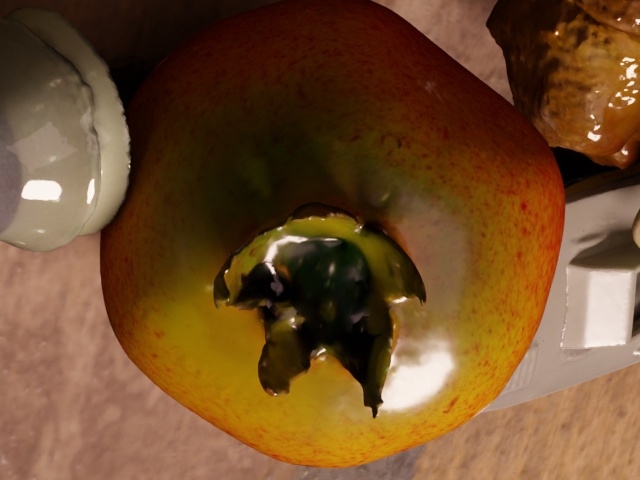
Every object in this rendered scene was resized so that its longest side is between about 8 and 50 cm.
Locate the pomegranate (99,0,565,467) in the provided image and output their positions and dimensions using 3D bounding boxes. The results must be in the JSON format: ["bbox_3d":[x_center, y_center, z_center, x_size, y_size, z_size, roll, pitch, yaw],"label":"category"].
[{"bbox_3d":[0.000,0.000,0.799,0.220,0.257,0.221,1,102,4],"label":"pomegranate"}]

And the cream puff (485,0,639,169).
[{"bbox_3d":[0.204,-0.164,0.936,0.269,0.155,0.241,-49,166,-20],"label":"cream puff"}]

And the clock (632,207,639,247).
[{"bbox_3d":[0.276,-0.078,0.955,0.232,0.069,0.170,-43,169,-16],"label":"clock"}]

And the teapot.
[{"bbox_3d":[-0.199,-0.015,0.688,0.251,0.183,0.184,-23,122,-43],"label":"teapot"}]

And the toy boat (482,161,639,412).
[{"bbox_3d":[0.121,0.036,1.017,0.295,0.088,0.129,-16,118,-35],"label":"toy boat"}]
